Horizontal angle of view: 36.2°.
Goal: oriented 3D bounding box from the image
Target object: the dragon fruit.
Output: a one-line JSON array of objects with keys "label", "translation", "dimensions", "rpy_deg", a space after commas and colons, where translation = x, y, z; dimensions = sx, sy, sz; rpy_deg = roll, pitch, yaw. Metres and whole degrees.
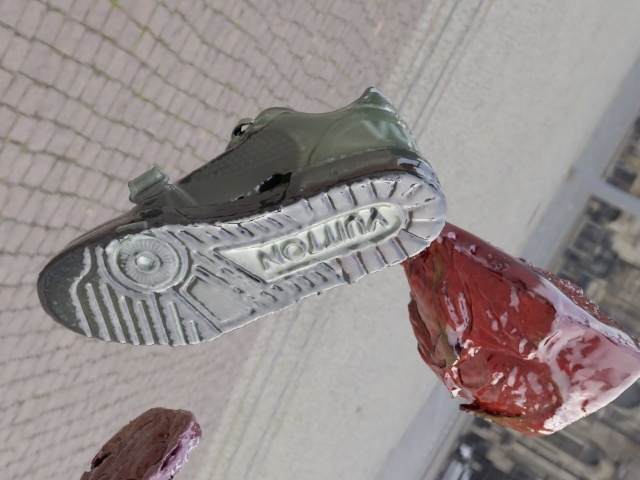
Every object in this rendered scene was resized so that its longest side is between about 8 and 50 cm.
[{"label": "dragon fruit", "translation": [0.213, 0.078, 1.253], "dimensions": [0.302, 0.330, 0.240], "rpy_deg": [-46, -178, 39]}]

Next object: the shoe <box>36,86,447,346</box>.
[{"label": "shoe", "translation": [-0.058, -0.025, 0.717], "dimensions": [0.149, 0.293, 0.109], "rpy_deg": [-93, 165, -51]}]

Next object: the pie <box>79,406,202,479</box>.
[{"label": "pie", "translation": [-0.188, 0.229, 1.010], "dimensions": [0.154, 0.038, 0.153], "rpy_deg": [-31, -158, 14]}]
